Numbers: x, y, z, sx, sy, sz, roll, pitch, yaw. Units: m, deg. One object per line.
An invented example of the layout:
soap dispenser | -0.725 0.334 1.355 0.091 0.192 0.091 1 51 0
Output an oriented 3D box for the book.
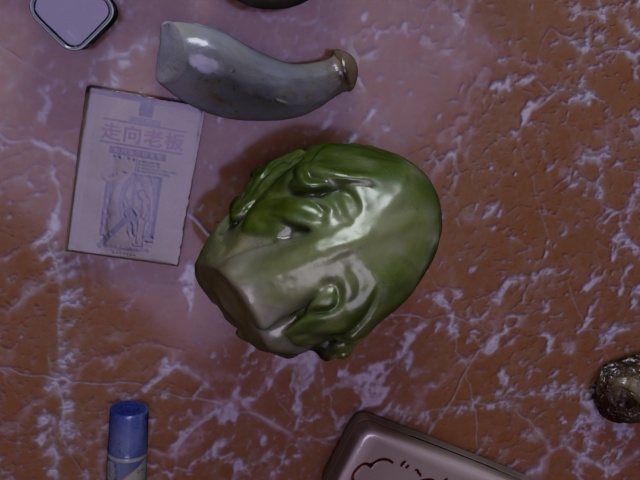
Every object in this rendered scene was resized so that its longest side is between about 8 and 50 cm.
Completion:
book | -0.254 -0.085 1.129 0.161 0.026 0.230 9 102 -11

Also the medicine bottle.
medicine bottle | -0.287 0.354 1.213 0.059 0.059 0.230 3 103 -10

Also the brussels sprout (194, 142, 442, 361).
brussels sprout | 0.000 0.000 1.062 0.328 0.328 0.247 -36 98 0

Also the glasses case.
glasses case | 0.178 0.393 1.293 0.337 0.076 0.144 23 98 -14

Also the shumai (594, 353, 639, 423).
shumai | 0.510 0.249 1.312 0.139 0.105 0.123 3 108 16

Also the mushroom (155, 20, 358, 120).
mushroom | -0.081 -0.215 1.095 0.270 0.103 0.118 6 107 -21

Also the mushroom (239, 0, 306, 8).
mushroom | -0.039 -0.361 1.045 0.188 0.141 0.117 -30 129 1

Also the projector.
projector | -0.310 -0.292 1.039 0.083 0.082 0.083 -43 107 2
